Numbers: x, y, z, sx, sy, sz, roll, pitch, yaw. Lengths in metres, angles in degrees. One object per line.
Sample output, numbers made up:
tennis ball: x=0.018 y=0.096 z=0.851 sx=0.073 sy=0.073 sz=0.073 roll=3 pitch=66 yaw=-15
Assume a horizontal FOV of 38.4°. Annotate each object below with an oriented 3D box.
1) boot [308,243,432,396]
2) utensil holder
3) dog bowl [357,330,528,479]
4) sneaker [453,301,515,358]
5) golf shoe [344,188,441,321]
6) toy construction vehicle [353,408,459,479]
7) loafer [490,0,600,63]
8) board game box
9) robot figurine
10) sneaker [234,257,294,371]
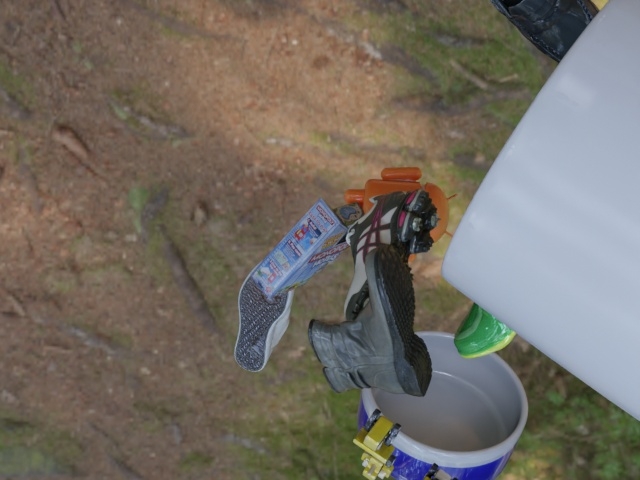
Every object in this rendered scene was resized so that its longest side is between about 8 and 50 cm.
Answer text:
boot: x=0.050 y=0.120 z=1.259 sx=0.161 sy=0.083 sz=0.246 roll=-1 pitch=122 yaw=25
utensil holder: x=0.338 y=0.016 z=0.749 sx=0.385 sy=0.327 sz=0.327 roll=34 pitch=147 yaw=13
dog bowl: x=0.194 y=0.274 z=1.492 sx=0.265 sy=0.265 sz=0.104 roll=0 pitch=130 yaw=-11
sneaker: x=0.260 y=0.041 z=1.298 sx=0.123 sy=0.109 sz=0.295 roll=26 pitch=121 yaw=-2
golf shoe: x=0.091 y=0.032 z=1.464 sx=0.120 sy=0.273 sz=0.105 roll=7 pitch=141 yaw=33
toy construction vehicle: x=0.061 y=0.185 z=0.729 sx=0.086 sy=0.035 sz=0.098 roll=34 pitch=150 yaw=12
loafer: x=0.223 y=-0.252 z=0.962 sx=0.223 sy=0.078 sz=0.076 roll=44 pitch=119 yaw=-2
board game box: x=0.000 y=0.000 z=1.615 sx=0.194 sy=0.060 sz=0.194 roll=-19 pitch=155 yaw=-48
robot figurine: x=0.154 y=-0.052 z=1.782 sx=0.219 sy=0.158 sz=0.128 roll=4 pitch=130 yaw=3
sneaker: x=-0.110 y=0.131 z=1.920 sx=0.106 sy=0.123 sz=0.290 roll=25 pitch=125 yaw=8
